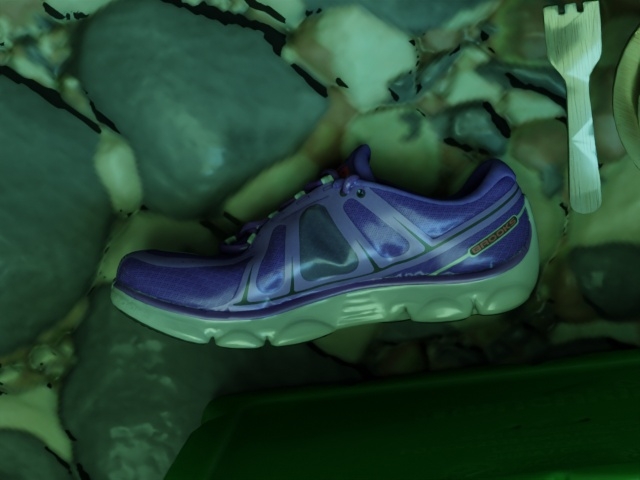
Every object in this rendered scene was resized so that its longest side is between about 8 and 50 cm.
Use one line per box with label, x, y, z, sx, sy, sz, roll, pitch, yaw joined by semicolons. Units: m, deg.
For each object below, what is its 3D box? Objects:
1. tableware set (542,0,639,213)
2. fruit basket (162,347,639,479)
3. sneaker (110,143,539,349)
tableware set;0.136;-0.093;0.477;0.128;0.039;0.194;-7;116;7
fruit basket;0.107;0.242;0.559;0.392;0.283;0.392;1;100;5
sneaker;0.000;0.000;0.589;0.169;0.068;0.071;-9;99;-2
